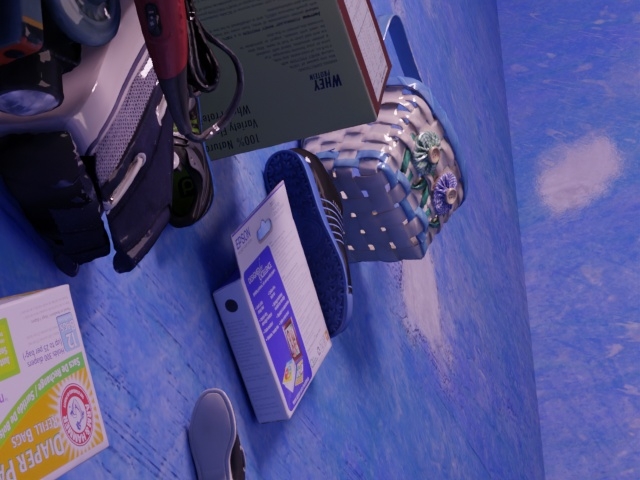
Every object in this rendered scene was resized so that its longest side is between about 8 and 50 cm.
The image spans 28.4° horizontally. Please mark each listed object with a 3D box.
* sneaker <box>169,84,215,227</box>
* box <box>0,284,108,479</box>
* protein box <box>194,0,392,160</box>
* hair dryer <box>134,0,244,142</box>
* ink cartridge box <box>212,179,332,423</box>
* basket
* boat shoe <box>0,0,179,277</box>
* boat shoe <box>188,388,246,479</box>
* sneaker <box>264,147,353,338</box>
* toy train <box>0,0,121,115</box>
[{"bbox_3d":[-0.143,-0.097,1.166,0.078,0.067,0.188,-77,153,-66],"label":"sneaker"},{"bbox_3d":[-0.221,0.102,0.727,0.203,0.103,0.114,-25,102,-72],"label":"box"},{"bbox_3d":[-0.055,-0.216,1.297,0.136,0.200,0.201,-72,146,-58],"label":"protein box"},{"bbox_3d":[-0.106,-0.203,0.863,0.293,0.080,0.223,24,58,-67],"label":"hair dryer"},{"bbox_3d":[-0.054,0.062,1.369,0.206,0.045,0.208,-52,129,-67],"label":"ink cartridge box"},{"bbox_3d":[0.094,-0.124,1.694,0.255,0.201,0.289,60,34,-41],"label":"basket"},{"bbox_3d":[-0.169,-0.120,1.046,0.340,0.127,0.158,-71,152,-46],"label":"boat shoe"},{"bbox_3d":[-0.090,0.198,1.163,0.038,0.046,0.125,4,77,-72],"label":"boat shoe"},{"bbox_3d":[0.000,0.000,1.519,0.090,0.081,0.232,-8,85,-65],"label":"sneaker"},{"bbox_3d":[-0.244,-0.254,0.871,0.190,0.142,0.334,17,63,-56],"label":"toy train"}]
